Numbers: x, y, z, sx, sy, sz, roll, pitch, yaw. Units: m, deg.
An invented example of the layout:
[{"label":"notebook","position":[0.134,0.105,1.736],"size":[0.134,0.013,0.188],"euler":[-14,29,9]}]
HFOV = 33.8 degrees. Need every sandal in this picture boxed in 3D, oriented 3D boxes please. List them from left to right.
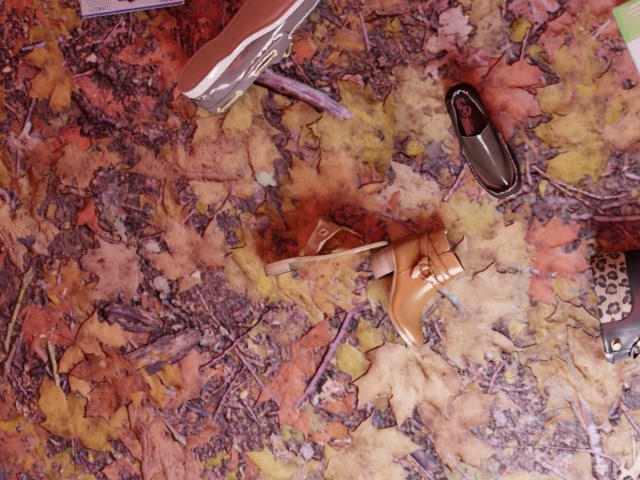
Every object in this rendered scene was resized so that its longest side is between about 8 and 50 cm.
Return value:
[{"label":"sandal","position":[-0.002,0.000,1.903],"size":[0.240,0.088,0.079],"euler":[-16,87,23]}]

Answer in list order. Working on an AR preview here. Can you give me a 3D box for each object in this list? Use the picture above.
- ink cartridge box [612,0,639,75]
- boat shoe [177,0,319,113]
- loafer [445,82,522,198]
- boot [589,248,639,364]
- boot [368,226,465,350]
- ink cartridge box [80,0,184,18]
[{"label":"ink cartridge box","position":[0.616,-0.287,1.690],"size":[0.198,0.115,0.273],"euler":[-24,87,17]},{"label":"boat shoe","position":[-0.112,-0.358,1.901],"size":[0.324,0.097,0.116],"euler":[-42,42,11]},{"label":"loafer","position":[0.272,-0.169,1.815],"size":[0.080,0.078,0.220],"euler":[-31,86,16]},{"label":"boot","position":[0.607,0.163,1.714],"size":[0.284,0.138,0.377],"euler":[-10,87,15]},{"label":"boot","position":[0.186,0.084,1.864],"size":[0.152,0.073,0.197],"euler":[-22,91,12]},{"label":"ink cartridge box","position":[-0.356,-0.540,1.981],"size":[0.223,0.045,0.224],"euler":[-3,94,16]}]
